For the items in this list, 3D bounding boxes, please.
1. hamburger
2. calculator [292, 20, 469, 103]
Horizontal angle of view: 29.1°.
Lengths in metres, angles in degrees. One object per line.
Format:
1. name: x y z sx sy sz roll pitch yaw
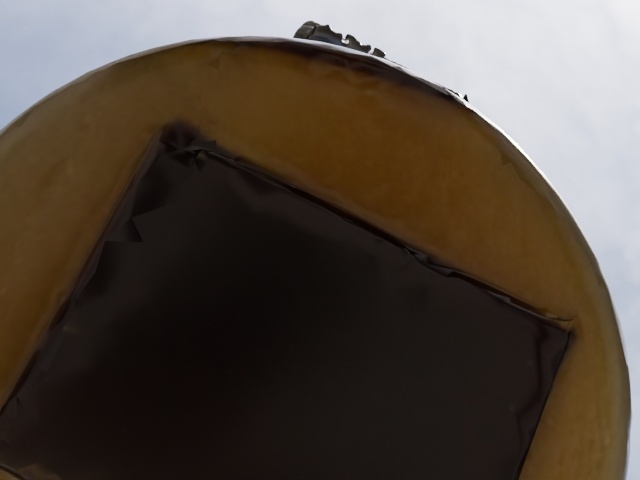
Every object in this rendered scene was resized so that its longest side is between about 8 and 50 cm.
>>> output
1. hamburger: -0.029 0.064 0.472 0.302 0.170 0.302 2 -104 -9
2. calculator: 0.000 0.000 0.826 0.161 0.262 0.021 18 -174 -42
